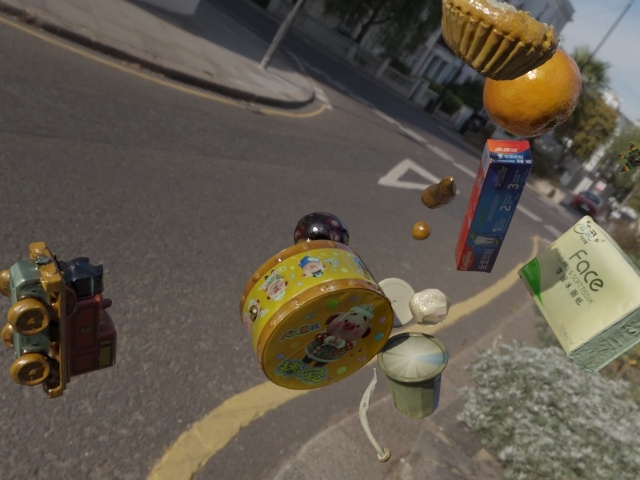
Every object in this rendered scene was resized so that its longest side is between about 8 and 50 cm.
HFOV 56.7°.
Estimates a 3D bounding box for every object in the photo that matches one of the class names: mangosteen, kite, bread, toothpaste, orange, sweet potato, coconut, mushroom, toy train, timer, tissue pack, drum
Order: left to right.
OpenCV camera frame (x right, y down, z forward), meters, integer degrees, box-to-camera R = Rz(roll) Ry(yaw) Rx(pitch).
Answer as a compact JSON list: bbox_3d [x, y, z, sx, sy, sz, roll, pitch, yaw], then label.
[{"bbox_3d":[-0.575,0.186,1.313,0.232,0.369,0.163,-10,36,-35],"label":"toy train"},{"bbox_3d":[-0.014,0.220,1.720,0.431,0.431,0.214,16,28,-38],"label":"drum"},{"bbox_3d":[0.000,0.000,2.057,0.210,0.210,0.210,28,19,-11],"label":"mangosteen"},{"bbox_3d":[0.148,0.500,1.670,0.068,0.306,0.043,-23,22,-30],"label":"mushroom"},{"bbox_3d":[0.225,0.239,2.185,0.175,0.175,0.266,29,-16,-9],"label":"timer"},{"bbox_3d":[0.408,-0.039,2.400,0.085,0.085,0.085,28,19,-11],"label":"orange"},{"bbox_3d":[0.329,0.196,1.746,0.124,0.110,0.110,-17,31,-4],"label":"coconut"},{"bbox_3d":[0.448,-0.176,2.167,0.097,0.097,0.292,31,-12,-4],"label":"sweet potato"},{"bbox_3d":[0.327,-0.055,1.149,0.076,0.320,0.066,4,52,2],"label":"toothpaste"},{"bbox_3d":[0.367,-0.438,1.260,0.274,0.149,0.274,20,28,-11],"label":"bread"},{"bbox_3d":[0.700,-0.496,1.968,0.312,0.312,0.312,28,19,-11],"label":"orange"},{"bbox_3d":[0.894,0.174,1.975,0.205,0.332,0.405,30,28,-32],"label":"tissue pack"},{"bbox_3d":[0.978,-0.254,1.862,0.090,0.122,0.004,18,48,16],"label":"kite"}]

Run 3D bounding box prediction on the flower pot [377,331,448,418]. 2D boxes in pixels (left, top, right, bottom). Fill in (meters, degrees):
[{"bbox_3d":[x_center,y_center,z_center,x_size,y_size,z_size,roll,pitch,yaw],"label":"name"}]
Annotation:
[{"bbox_3d":[0.281,0.416,1.806,0.212,0.202,0.212,-5,34,3],"label":"flower pot"}]
